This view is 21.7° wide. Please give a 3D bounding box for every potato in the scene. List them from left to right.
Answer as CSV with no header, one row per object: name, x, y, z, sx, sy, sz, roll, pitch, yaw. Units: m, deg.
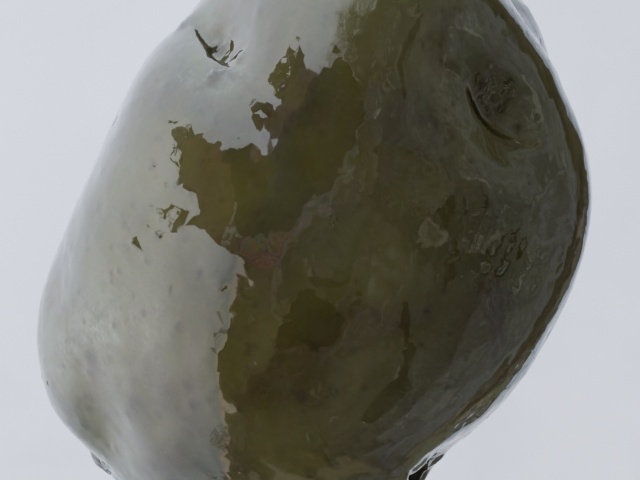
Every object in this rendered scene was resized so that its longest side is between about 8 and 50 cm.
potato,0.000,0.000,0.813,0.221,0.243,0.326,11,-72,-55
